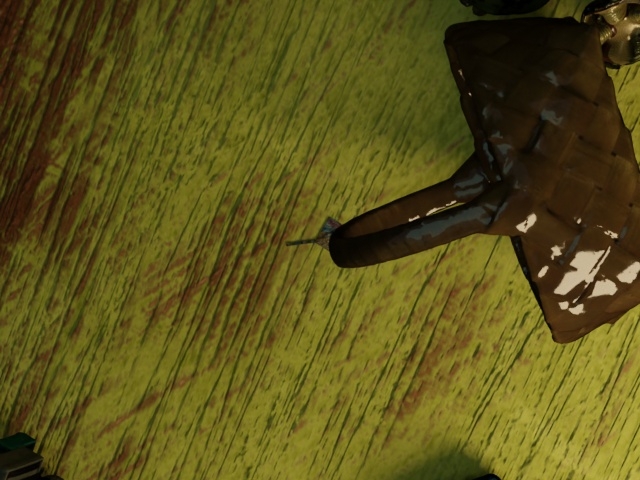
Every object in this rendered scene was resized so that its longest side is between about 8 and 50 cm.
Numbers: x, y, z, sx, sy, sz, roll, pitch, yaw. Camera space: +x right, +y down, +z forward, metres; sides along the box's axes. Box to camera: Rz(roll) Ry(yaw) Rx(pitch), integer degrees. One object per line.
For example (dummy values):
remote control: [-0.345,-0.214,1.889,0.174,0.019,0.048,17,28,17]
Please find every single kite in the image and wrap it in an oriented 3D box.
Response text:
kite: [0.001,-0.006,2.015,0.078,0.002,0.044,13,104,17]

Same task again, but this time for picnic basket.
picnic basket: [0.155,-0.044,1.787,0.337,0.293,0.337,0,98,1]

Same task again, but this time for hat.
hat: [0.307,-0.220,1.836,0.077,0.059,0.076,-17,110,27]

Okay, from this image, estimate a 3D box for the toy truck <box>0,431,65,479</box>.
toy truck: [-0.429,0.380,2.160,0.178,0.176,0.363,25,107,23]

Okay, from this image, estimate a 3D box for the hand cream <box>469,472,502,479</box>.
hand cream: [0.097,0.345,2.019,0.271,0.061,0.120,-28,88,27]

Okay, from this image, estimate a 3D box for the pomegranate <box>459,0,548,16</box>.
pomegranate: [0.184,-0.278,1.851,0.122,0.122,0.161,51,149,5]
